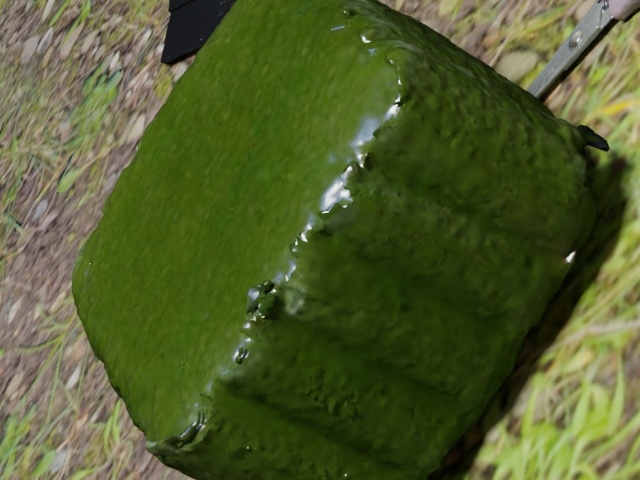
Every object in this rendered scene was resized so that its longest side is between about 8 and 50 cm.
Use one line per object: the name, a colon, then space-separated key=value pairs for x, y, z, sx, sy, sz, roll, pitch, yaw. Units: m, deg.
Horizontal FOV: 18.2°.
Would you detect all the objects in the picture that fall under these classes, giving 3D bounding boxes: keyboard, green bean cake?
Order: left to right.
keyboard: x=-0.064 y=-0.176 z=1.476 sx=0.195 sy=0.018 sz=0.060 roll=-14 pitch=60 yaw=56
green bean cake: x=0.000 y=0.000 z=1.032 sx=0.247 sy=0.156 sz=0.250 roll=-59 pitch=27 yaw=8

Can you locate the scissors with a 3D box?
scissors: x=0.146 y=-0.116 z=1.050 sx=0.189 sy=0.015 sz=0.100 roll=-52 pitch=26 yaw=22
